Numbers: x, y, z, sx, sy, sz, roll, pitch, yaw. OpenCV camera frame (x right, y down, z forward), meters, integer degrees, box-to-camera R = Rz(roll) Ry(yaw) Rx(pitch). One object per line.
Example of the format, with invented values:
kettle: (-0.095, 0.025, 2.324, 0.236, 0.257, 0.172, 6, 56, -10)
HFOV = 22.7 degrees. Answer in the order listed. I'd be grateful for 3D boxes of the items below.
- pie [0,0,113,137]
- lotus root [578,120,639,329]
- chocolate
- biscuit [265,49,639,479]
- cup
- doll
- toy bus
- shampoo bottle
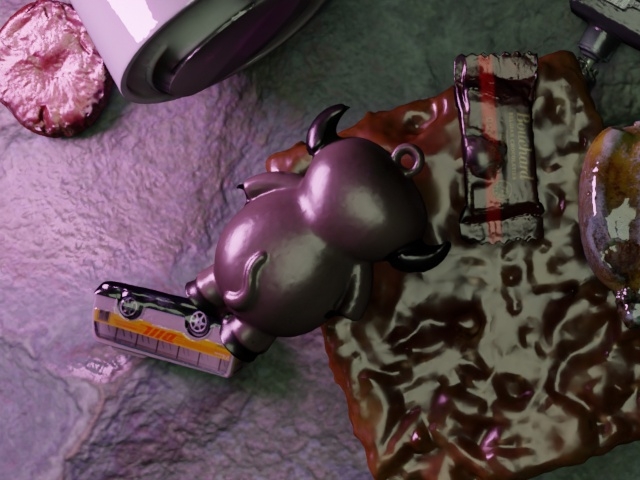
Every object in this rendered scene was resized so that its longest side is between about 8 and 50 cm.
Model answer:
pie: (-0.296, -0.189, 1.749, 0.154, 0.036, 0.154, 0, 92, 13)
lotus root: (0.289, -0.016, 1.431, 0.113, 0.088, 0.192, 0, 80, 14)
chocolate: (0.166, -0.087, 1.484, 0.086, 0.028, 0.182, 0, 82, 7)
biscuit: (0.164, 0.048, 1.572, 0.342, 0.166, 0.395, -19, 82, 13)
cup: (-0.167, -0.342, 1.627, 0.253, 0.253, 0.371, -33, 78, 9)
doll: (-0.002, 0.001, 1.471, 0.257, 0.117, 0.182, -41, 80, 10)
toy bus: (-0.160, 0.095, 1.700, 0.172, 0.057, 0.072, 13, 99, 13)
shampoo bottle: (0.331, -0.283, 1.601, 0.098, 0.071, 0.309, 31, 96, 9)
